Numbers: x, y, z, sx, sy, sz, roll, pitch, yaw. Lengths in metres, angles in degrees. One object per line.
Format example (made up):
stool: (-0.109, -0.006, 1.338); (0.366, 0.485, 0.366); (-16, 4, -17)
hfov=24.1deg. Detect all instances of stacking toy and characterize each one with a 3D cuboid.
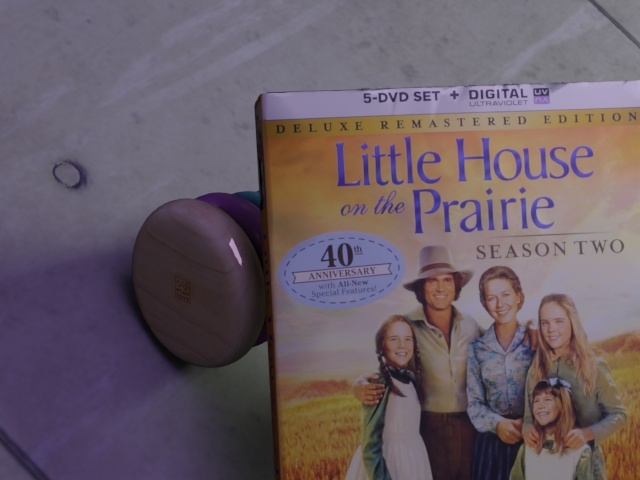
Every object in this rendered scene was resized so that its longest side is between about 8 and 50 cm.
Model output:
stacking toy: (0.000, 0.000, 1.312); (0.330, 0.141, 0.141); (-19, 68, -45)

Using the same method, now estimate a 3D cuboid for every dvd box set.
dvd box set: (0.112, 0.091, 1.149); (0.308, 0.062, 0.420); (-2, 85, -7)
